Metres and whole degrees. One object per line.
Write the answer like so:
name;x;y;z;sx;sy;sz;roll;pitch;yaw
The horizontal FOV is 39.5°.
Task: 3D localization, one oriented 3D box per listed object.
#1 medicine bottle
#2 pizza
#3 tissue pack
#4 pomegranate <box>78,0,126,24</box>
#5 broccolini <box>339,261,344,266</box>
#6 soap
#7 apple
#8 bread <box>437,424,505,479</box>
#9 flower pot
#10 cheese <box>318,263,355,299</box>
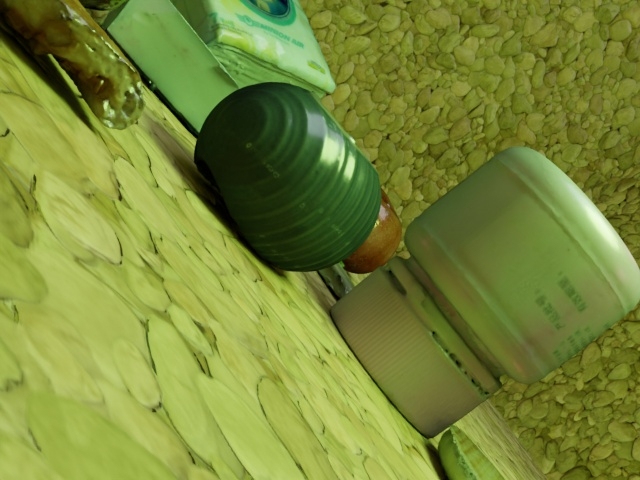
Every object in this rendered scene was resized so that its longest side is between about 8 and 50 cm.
medicine bottle;0.200;0.068;1.114;0.256;0.325;0.256;50;5;-7
pizza;-0.224;-0.194;0.656;0.271;0.056;0.134;52;2;-10
tissue pack;-0.159;-0.391;1.444;0.287;0.162;0.387;14;48;-51
pomegranate;-0.241;-0.305;0.957;0.138;0.125;0.163;39;1;13
broccolini;0.000;0.000;1.658;0.035;0.030;0.140;1;-44;46
soap;-0.192;-0.237;1.161;0.230;0.091;0.145;48;2;-30
apple;0.073;-0.036;1.755;0.201;0.162;0.201;52;2;-3
bread;0.216;0.325;1.001;0.267;0.040;0.267;51;5;-6
flower pot;-0.030;-0.067;0.960;0.189;0.157;0.243;56;8;33
cheese;-0.033;-0.024;1.427;0.085;0.034;0.400;40;11;-48
